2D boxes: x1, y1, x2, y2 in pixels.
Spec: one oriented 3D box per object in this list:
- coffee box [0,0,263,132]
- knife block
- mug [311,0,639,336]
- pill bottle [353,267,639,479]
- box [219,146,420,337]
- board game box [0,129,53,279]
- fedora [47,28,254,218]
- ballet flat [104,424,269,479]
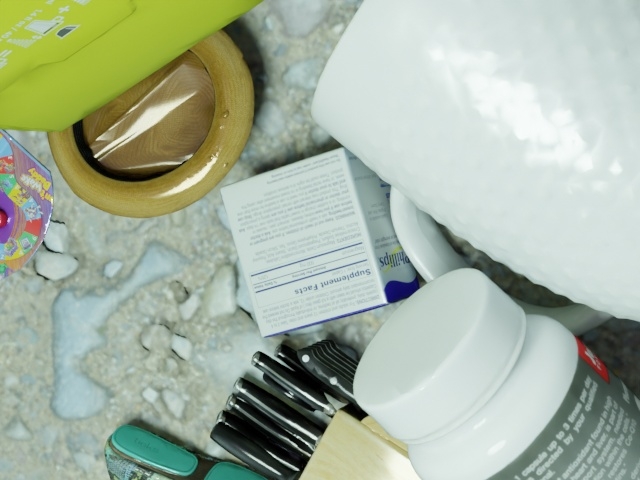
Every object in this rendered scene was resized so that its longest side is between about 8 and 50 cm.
[{"bbox_3d":[-0.247,-0.303,1.241,0.337,0.338,0.334,-29,75,29],"label":"coffee box"},{"bbox_3d":[0.033,0.214,1.407,0.242,0.088,0.276,-15,89,18],"label":"knife block"},{"bbox_3d":[0.185,-0.069,1.272,0.328,0.276,0.374,39,134,8],"label":"mug"},{"bbox_3d":[0.171,0.160,1.266,0.161,0.161,0.283,-42,110,15],"label":"pill bottle"},{"bbox_3d":[0.000,0.000,1.403,0.126,0.072,0.137,-16,88,27],"label":"box"},{"bbox_3d":[-0.330,-0.043,1.532,0.168,0.033,0.133,41,104,11],"label":"board game box"},{"bbox_3d":[-0.144,-0.111,1.446,0.194,0.079,0.194,0,90,13],"label":"fedora"},{"bbox_3d":[-0.108,0.225,1.472,0.188,0.070,0.070,24,100,16],"label":"ballet flat"}]
